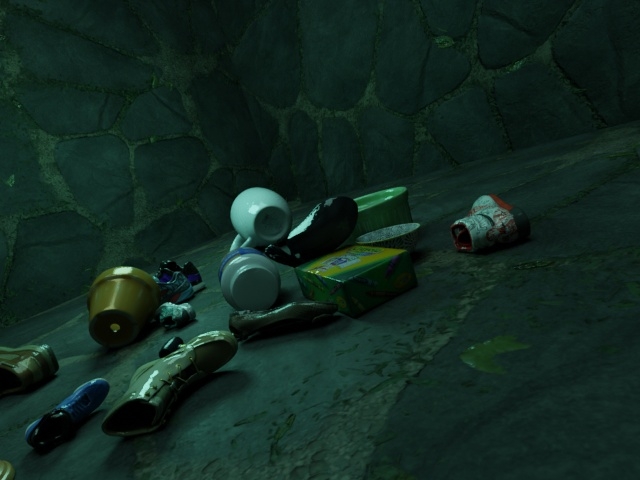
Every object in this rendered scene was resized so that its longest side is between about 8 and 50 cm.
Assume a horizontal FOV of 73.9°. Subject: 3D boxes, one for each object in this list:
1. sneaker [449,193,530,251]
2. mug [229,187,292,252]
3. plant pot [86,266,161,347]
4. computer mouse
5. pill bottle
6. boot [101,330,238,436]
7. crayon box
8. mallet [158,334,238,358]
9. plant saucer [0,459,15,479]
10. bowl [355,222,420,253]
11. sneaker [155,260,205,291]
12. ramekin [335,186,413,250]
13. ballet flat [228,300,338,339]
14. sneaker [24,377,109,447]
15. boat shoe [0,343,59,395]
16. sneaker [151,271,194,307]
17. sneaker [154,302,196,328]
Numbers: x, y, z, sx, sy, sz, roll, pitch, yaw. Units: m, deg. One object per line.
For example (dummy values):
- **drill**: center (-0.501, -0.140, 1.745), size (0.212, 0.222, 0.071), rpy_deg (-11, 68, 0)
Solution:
- **sneaker**: center (0.377, -0.045, 1.036), size (0.144, 0.090, 0.270), rpy_deg (-16, 13, 3)
- **mug**: center (-0.301, -0.068, 2.035), size (0.374, 0.276, 0.328), rpy_deg (-51, 22, -4)
- **plant pot**: center (-0.590, 0.208, 1.252), size (0.205, 0.205, 0.188), rpy_deg (-20, 26, -4)
- **computer mouse**: center (0.000, 0.000, 1.113), size (0.272, 0.188, 0.072), rpy_deg (-46, 37, 26)
- **pill bottle**: center (-0.189, 0.104, 1.122), size (0.152, 0.152, 0.272), rpy_deg (-22, 10, -13)
- **boot**: center (-0.247, 0.241, 0.727), size (0.213, 0.077, 0.165), rpy_deg (-24, 10, 1)
- **crayon box**: center (0.068, 0.080, 0.971), size (0.165, 0.081, 0.278), rpy_deg (-23, 11, -21)
- **mallet**: center (-0.266, 0.227, 0.961), size (0.189, 0.039, 0.062), rpy_deg (-15, 14, 1)
- **plant saucer**: center (-0.570, 0.394, 0.625), size (0.199, 0.037, 0.200), rpy_deg (-19, 10, 3)
- **bowl**: center (0.180, 0.017, 1.092), size (0.170, 0.080, 0.170), rpy_deg (-15, 9, 2)
- **sneaker**: center (-0.591, 0.151, 1.631), size (0.293, 0.146, 0.102), rpy_deg (-16, 10, 13)
- **ramekin**: center (0.141, -0.046, 1.312), size (0.303, 0.148, 0.303), rpy_deg (-19, 10, 3)
- **ballet flat**: center (-0.081, 0.167, 0.889), size (0.249, 0.058, 0.084), rpy_deg (-11, -23, 16)
- **sneaker**: center (-0.447, 0.311, 0.766), size (0.152, 0.058, 0.084), rpy_deg (-33, 11, -38)
- **boat shoe**: center (-0.866, 0.357, 1.140), size (0.323, 0.123, 0.120), rpy_deg (-17, 14, 19)
- **sneaker**: center (-0.576, 0.188, 1.465), size (0.261, 0.125, 0.104), rpy_deg (-27, 13, -39)
- **sneaker**: center (-0.440, 0.222, 1.230), size (0.166, 0.065, 0.076), rpy_deg (-14, 15, 36)
